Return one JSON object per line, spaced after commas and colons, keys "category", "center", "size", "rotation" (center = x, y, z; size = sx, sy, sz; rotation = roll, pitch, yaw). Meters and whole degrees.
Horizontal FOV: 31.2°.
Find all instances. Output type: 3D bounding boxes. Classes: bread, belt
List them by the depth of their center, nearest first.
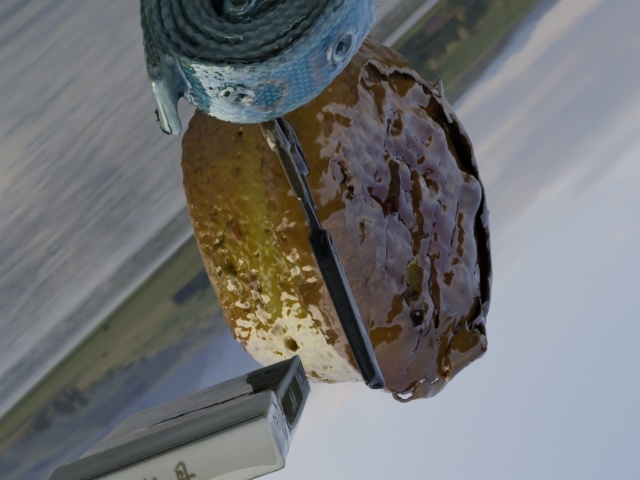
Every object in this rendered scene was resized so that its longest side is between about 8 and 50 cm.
{"category": "belt", "center": [-0.037, -0.157, 0.704], "size": [0.147, 0.163, 0.082], "rotation": [-7, 154, 3]}
{"category": "bread", "center": [0.025, -0.022, 1.112], "size": [0.204, 0.358, 0.337], "rotation": [-17, -166, 38]}

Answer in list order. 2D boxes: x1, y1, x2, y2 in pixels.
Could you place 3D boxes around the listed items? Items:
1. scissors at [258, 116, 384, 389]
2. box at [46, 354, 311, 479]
{"category": "scissors", "center": [0.000, 0.000, 0.766], "size": [0.017, 0.220, 0.088], "rotation": [-23, 155, 5]}
{"category": "box", "center": [-0.063, 0.096, 0.567], "size": [0.109, 0.029, 0.198], "rotation": [-21, 180, 3]}
